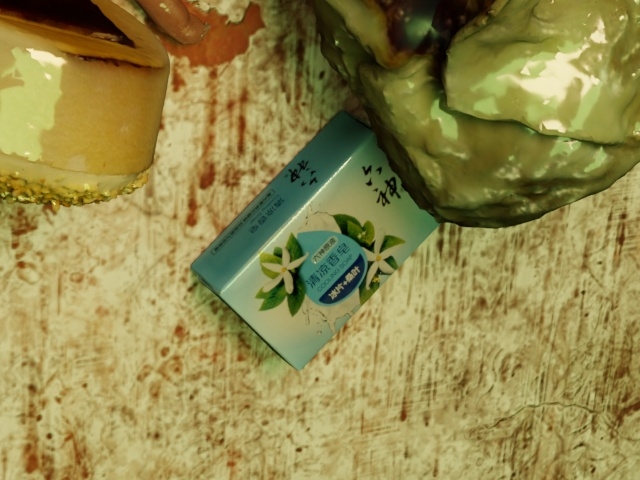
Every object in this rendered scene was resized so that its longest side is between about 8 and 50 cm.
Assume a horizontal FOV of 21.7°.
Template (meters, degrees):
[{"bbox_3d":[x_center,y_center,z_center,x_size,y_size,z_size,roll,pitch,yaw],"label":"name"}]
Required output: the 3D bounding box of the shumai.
[{"bbox_3d":[0.132,-0.227,1.512,0.348,0.395,0.395,27,97,-40],"label":"shumai"}]

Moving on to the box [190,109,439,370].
[{"bbox_3d":[0.000,0.000,1.721,0.232,0.083,0.142,-45,124,-3],"label":"box"}]

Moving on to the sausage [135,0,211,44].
[{"bbox_3d":[-0.159,-0.235,1.556,0.042,0.036,0.158,-40,126,7],"label":"sausage"}]

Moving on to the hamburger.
[{"bbox_3d":[-0.265,-0.128,1.390,0.302,0.302,0.170,13,111,-33],"label":"hamburger"}]
